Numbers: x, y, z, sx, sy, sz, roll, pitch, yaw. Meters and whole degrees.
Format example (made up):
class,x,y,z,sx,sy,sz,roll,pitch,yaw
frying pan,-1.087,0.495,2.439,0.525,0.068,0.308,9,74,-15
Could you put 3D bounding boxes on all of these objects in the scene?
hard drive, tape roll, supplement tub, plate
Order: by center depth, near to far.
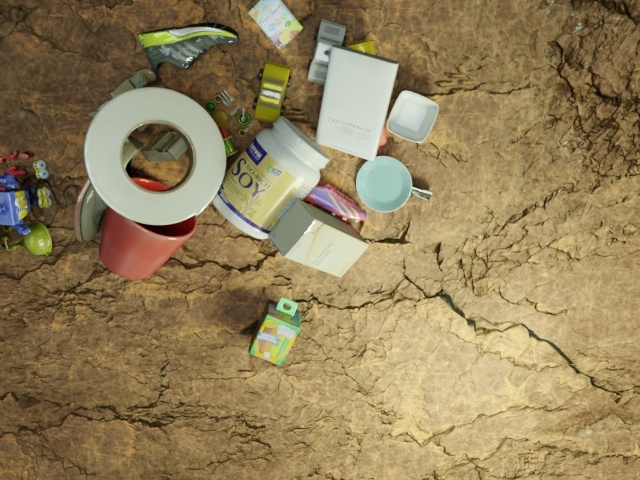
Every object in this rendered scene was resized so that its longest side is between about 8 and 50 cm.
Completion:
class,x,y,z,sx,sy,sz,roll,pitch,yaw
tape roll,-0.465,-0.236,1.517,0.392,0.072,0.392,-3,98,-25
hard drive,0.104,-0.415,1.623,0.203,0.040,0.307,20,125,12
supplement tub,-0.154,-0.195,1.659,0.241,0.241,0.331,39,103,-12
plate,0.211,-0.187,1.760,0.188,0.024,0.188,5,107,18

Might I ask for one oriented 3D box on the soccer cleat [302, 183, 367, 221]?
class,x,y,z,sx,sy,sz,roll,pitch,yaw
soccer cleat,0.047,-0.136,1.769,0.248,0.083,0.095,20,102,-5

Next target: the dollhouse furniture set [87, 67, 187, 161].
class,x,y,z,sx,sy,sz,roll,pitch,yaw
dollhouse furniture set,-0.515,-0.362,1.593,0.161,0.212,0.242,5,140,39

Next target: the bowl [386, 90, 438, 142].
class,x,y,z,sx,sy,sz,roll,pitch,yaw
bowl,0.290,-0.396,1.700,0.142,0.053,0.142,21,106,-7

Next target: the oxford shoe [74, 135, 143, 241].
class,x,y,z,sx,sy,sz,roll,pitch,yaw
oxford shoe,-0.688,-0.160,1.718,0.146,0.140,0.397,19,109,-14

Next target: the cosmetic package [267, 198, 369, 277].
class,x,y,z,sx,sy,sz,roll,pitch,yaw
cosmetic package,0.000,0.000,1.705,0.160,0.113,0.309,-50,143,15

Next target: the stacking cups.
class,x,y,z,sx,sy,sz,roll,pitch,yaw
stacking cups,0.156,-0.453,1.656,0.096,0.096,0.316,-13,108,3

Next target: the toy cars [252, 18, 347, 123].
class,x,y,z,sx,sy,sz,roll,pitch,yaw
toy cars,-0.066,-0.514,1.636,0.393,0.087,0.176,-34,106,9

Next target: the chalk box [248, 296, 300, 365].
class,x,y,z,sx,sy,sz,roll,pitch,yaw
chalk box,-0.151,0.305,1.880,0.132,0.132,0.213,23,106,-9

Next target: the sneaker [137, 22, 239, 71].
class,x,y,z,sx,sy,sz,roll,pitch,yaw
sneaker,-0.391,-0.586,1.610,0.300,0.111,0.121,-4,118,6

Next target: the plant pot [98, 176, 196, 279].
class,x,y,z,sx,sy,sz,roll,pitch,yaw
plant pot,-0.572,-0.023,1.704,0.275,0.275,0.243,33,119,-11

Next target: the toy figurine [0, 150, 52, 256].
class,x,y,z,sx,sy,sz,roll,pitch,yaw
toy figurine,-0.998,-0.091,1.691,0.191,0.217,0.362,3,108,-2

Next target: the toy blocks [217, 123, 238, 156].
class,x,y,z,sx,sy,sz,roll,pitch,yaw
toy blocks,-0.348,-0.331,1.709,0.123,0.054,0.148,-22,107,7

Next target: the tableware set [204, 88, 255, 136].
class,x,y,z,sx,sy,sz,roll,pitch,yaw
tableware set,-0.287,-0.396,1.685,0.104,0.024,0.154,-45,105,-11

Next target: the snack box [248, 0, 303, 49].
class,x,y,z,sx,sy,sz,roll,pitch,yaw
snack box,-0.135,-0.666,1.611,0.100,0.037,0.141,-39,104,10

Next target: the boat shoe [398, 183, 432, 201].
class,x,y,z,sx,sy,sz,roll,pitch,yaw
boat shoe,0.312,-0.162,1.782,0.125,0.046,0.038,14,103,-14
